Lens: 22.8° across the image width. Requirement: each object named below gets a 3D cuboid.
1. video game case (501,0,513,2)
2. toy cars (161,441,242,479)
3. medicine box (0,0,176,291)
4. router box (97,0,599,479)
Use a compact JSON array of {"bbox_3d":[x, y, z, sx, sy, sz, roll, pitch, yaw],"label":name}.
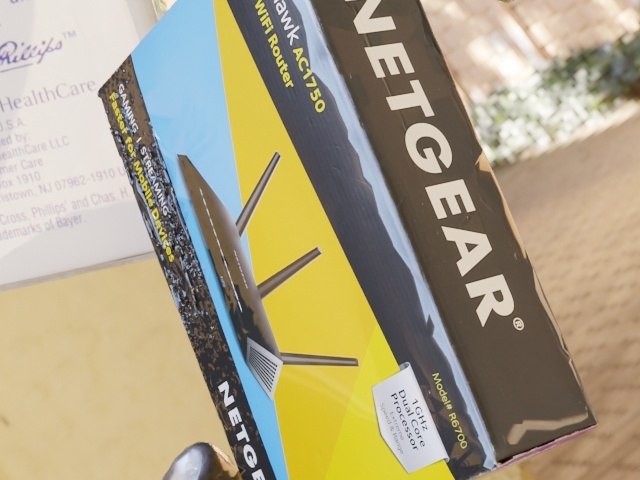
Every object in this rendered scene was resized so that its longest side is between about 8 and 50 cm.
[{"bbox_3d":[0.088,-0.224,0.481,0.232,0.042,0.210,-56,-27,-33],"label":"video game case"},{"bbox_3d":[0.048,0.167,0.613,0.176,0.394,0.087,80,-157,-52],"label":"toy cars"},{"bbox_3d":[-0.142,-0.158,0.806,0.149,0.289,0.263,-12,21,8],"label":"medicine box"},{"bbox_3d":[0.000,0.000,0.505,0.046,0.178,0.133,-14,-14,-35],"label":"router box"}]
